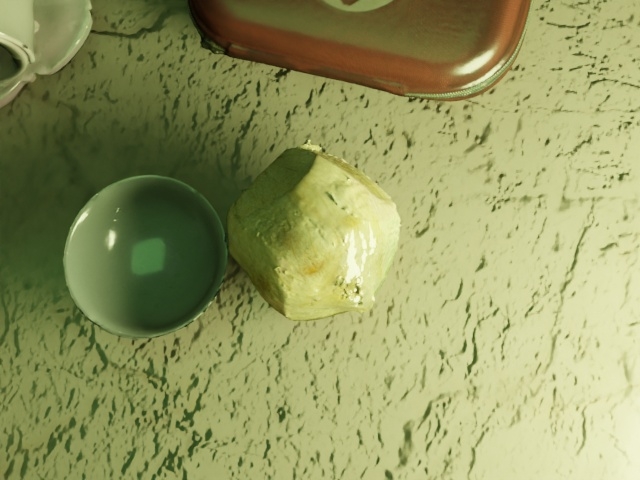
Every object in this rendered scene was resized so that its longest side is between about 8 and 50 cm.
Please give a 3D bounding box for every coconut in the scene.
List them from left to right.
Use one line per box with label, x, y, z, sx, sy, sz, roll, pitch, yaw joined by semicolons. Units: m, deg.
coconut;-0.002;0.002;1.636;0.194;0.194;0.194;-2;76;7

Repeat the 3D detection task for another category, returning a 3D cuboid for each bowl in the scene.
bowl;-0.188;0.027;1.699;0.189;0.086;0.189;-2;77;8

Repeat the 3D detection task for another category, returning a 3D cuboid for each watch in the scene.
watch;-0.404;-0.270;1.725;0.244;0.231;0.196;-6;73;9

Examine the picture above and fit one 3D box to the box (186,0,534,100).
box;0.047;-0.307;1.741;0.404;0.108;0.263;13;79;9
